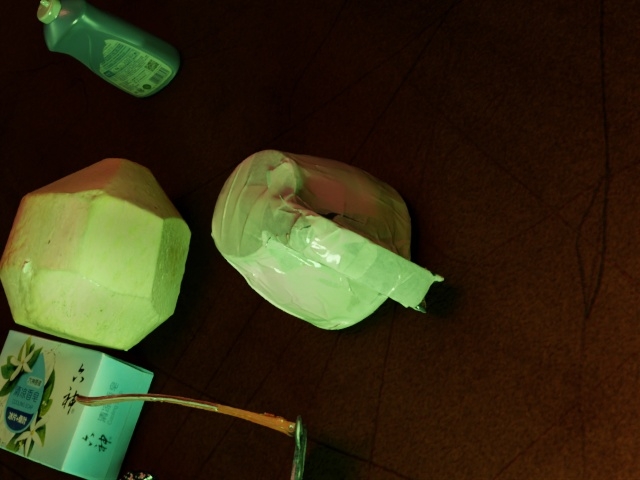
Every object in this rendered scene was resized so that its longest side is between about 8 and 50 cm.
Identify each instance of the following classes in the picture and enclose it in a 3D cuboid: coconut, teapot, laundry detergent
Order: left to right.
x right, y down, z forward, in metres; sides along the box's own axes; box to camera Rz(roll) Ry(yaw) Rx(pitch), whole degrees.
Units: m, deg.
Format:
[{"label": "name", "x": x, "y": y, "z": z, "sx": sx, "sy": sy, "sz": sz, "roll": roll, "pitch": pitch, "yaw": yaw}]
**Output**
[{"label": "coconut", "x": -0.269, "y": 0.009, "z": 1.669, "sx": 0.237, "sy": 0.197, "sz": 0.236, "roll": -28, "pitch": 52, "yaw": 43}, {"label": "laundry detergent", "x": -0.283, "y": -0.257, "z": 1.823, "sx": 0.097, "sy": 0.206, "sz": 0.061, "roll": -21, "pitch": 56, "yaw": 38}, {"label": "teapot", "x": -0.010, "y": 0.009, "z": 1.393, "sx": 0.163, "sy": 0.178, "sz": 0.221, "roll": -47, "pitch": 43, "yaw": 20}]

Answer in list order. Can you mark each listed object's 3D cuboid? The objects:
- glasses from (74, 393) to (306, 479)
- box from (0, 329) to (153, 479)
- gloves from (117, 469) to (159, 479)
[{"label": "glasses", "x": -0.150, "y": 0.256, "z": 1.356, "sx": 0.268, "sy": 0.118, "sz": 0.234, "roll": 14, "pitch": 70, "yaw": 9}, {"label": "box", "x": -0.314, "y": 0.198, "z": 1.702, "sx": 0.232, "sy": 0.083, "sz": 0.142, "roll": 6, "pitch": 73, "yaw": 51}, {"label": "gloves", "x": -0.185, "y": 0.317, "z": 1.498, "sx": 0.129, "sy": 0.106, "sz": 0.181, "roll": -56, "pitch": 9, "yaw": -1}]
